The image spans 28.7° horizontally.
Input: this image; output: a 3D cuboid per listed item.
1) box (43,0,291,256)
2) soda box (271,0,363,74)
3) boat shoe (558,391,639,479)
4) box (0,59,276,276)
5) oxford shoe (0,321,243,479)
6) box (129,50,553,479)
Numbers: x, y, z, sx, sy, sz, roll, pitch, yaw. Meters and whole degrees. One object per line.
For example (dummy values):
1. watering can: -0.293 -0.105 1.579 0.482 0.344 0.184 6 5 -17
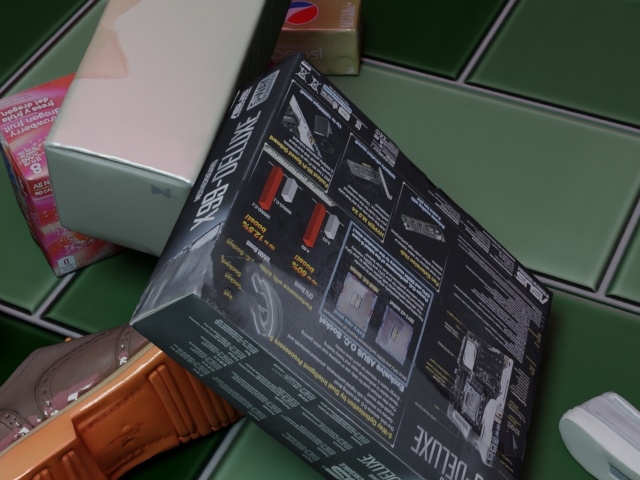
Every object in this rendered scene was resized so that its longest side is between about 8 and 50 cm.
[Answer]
1. box: -0.111 -0.154 1.035 0.121 0.148 0.311 16 62 2
2. soda box: -0.047 -0.216 1.320 0.181 0.061 0.058 2 46 7
3. boat shoe: 0.261 0.177 0.925 0.063 0.066 0.184 -32 42 -22
4. box: -0.161 -0.090 1.164 0.257 0.128 0.122 -22 48 -17
5. oxford shoe: -0.153 0.099 0.988 0.364 0.130 0.133 -35 47 -25
6. box: 0.035 0.050 0.915 0.076 0.307 0.242 -27 32 41
